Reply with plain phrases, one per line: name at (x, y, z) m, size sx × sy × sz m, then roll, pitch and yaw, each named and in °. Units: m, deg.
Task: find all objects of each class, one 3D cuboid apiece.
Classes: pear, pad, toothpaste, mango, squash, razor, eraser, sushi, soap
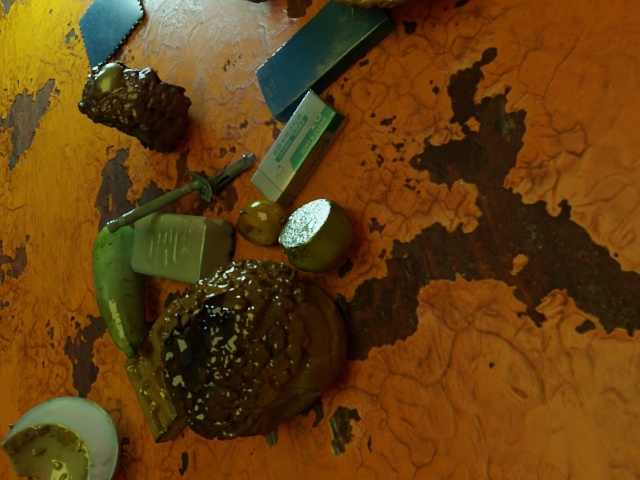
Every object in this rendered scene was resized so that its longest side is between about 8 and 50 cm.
pear at (0.000, 0.000, 1.121) m, size 0.141 × 0.104 × 0.141 m, roll -28°, pitch 30°, yaw 18°
pad at (-0.627, -0.660, 1.824) m, size 0.269 × 0.012 × 0.269 m, roll -40°, pitch 59°, yaw 25°
toothpaste at (-0.204, -0.150, 1.365) m, size 0.170 × 0.028 × 0.045 m, roll -27°, pitch 71°, yaw 33°
mango at (-0.117, -0.032, 1.225) m, size 0.066 × 0.101 × 0.187 m, roll -49°, pitch 14°, yaw -29°
squash at (-0.472, 0.114, 1.441) m, size 0.118 × 0.118 × 0.370 m, roll -35°, pitch 53°, yaw 27°
razor at (-0.361, -0.081, 1.353) m, size 0.106 × 0.232 × 0.068 m, roll 27°, pitch 142°, yaw 57°
eraser at (0.001, -0.384, 1.245) m, size 0.312 × 0.043 × 0.144 m, roll -36°, pitch 61°, yaw 27°
eraser at (-0.045, -0.181, 1.229) m, size 0.095 × 0.052 × 0.225 m, roll 45°, pitch 107°, yaw 33°
sushi at (-0.443, -0.330, 1.468) m, size 0.270 × 0.237 × 0.170 m, roll 25°, pitch 87°, yaw 43°
soap at (-0.316, 0.015, 1.373) m, size 0.262 × 0.094 × 0.150 m, roll 6°, pitch 84°, yaw 39°

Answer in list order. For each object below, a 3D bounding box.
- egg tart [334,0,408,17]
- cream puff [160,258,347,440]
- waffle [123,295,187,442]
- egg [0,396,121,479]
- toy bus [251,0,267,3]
egg tart at (0.137, -0.550, 1.098) m, size 0.352 × 0.153 × 0.339 m, roll 26°, pitch 93°, yaw 37°
cream puff at (-0.137, 0.192, 1.097) m, size 0.343 × 0.231 × 0.326 m, roll -2°, pitch 74°, yaw 33°
waffle at (-0.321, 0.281, 1.343) m, size 0.248 × 0.055 × 0.221 m, roll -49°, pitch 55°, yaw 20°
egg at (-0.574, 0.488, 1.432) m, size 0.271 × 0.161 × 0.206 m, roll 22°, pitch 58°, yaw 8°
toy bus at (-0.114, -0.693, 1.315) m, size 0.162 × 0.171 × 0.386 m, roll 42°, pitch 108°, yaw 16°
